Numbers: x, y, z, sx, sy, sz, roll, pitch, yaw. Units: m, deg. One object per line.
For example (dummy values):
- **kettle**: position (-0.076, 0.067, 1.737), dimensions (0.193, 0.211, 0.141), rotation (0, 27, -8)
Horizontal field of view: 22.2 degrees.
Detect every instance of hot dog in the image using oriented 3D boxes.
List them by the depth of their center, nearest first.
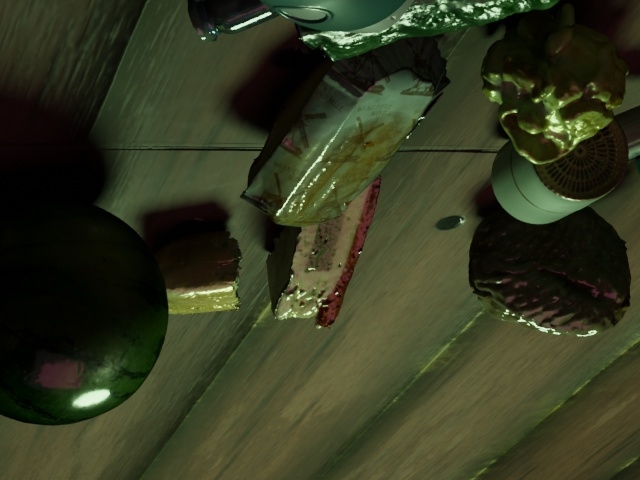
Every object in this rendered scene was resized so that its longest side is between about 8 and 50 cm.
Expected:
- **hot dog**: position (0.019, -0.113, 1.639), dimensions (0.162, 0.082, 0.270), rotation (-6, 147, -39)

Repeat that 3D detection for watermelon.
- **watermelon**: position (-0.277, 0.073, 1.684), dimensions (0.242, 0.242, 0.242), rotation (-11, 154, -5)

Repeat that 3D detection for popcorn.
- **popcorn**: position (0.230, -0.160, 1.590), dimensions (0.135, 0.141, 0.162), rotation (-13, 115, -15)

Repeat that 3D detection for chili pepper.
- **chili pepper**: position (0.113, -0.230, 1.421), dimensions (0.270, 0.099, 0.136), rotation (-17, 145, 18)

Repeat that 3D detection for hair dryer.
- **hair dryer**: position (0.365, -0.124, 1.765), dimensions (0.357, 0.108, 0.173), rotation (-21, 177, -11)

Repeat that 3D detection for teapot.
- **teapot**: position (-0.076, -0.210, 1.426), dimensions (0.083, 0.049, 0.063), rotation (-21, 153, 16)

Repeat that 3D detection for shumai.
- **shumai**: position (0.268, 0.048, 2.006), dimensions (0.205, 0.166, 0.175), rotation (17, 158, -6)

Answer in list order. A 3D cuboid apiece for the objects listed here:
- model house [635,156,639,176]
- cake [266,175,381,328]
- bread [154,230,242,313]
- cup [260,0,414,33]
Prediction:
- **model house**: position (0.438, -0.077, 1.889), dimensions (0.127, 0.100, 0.149), rotation (-16, 156, 6)
- **cake**: position (0.001, 0.018, 1.852), dimensions (0.086, 0.117, 0.220), rotation (5, 151, -21)
- **bread**: position (-0.141, 0.038, 1.868), dimensions (0.106, 0.082, 0.125), rotation (1, 163, -6)
- **cup**: position (0.013, -0.242, 1.291), dimensions (0.299, 0.168, 0.173), rotation (7, 171, 19)
